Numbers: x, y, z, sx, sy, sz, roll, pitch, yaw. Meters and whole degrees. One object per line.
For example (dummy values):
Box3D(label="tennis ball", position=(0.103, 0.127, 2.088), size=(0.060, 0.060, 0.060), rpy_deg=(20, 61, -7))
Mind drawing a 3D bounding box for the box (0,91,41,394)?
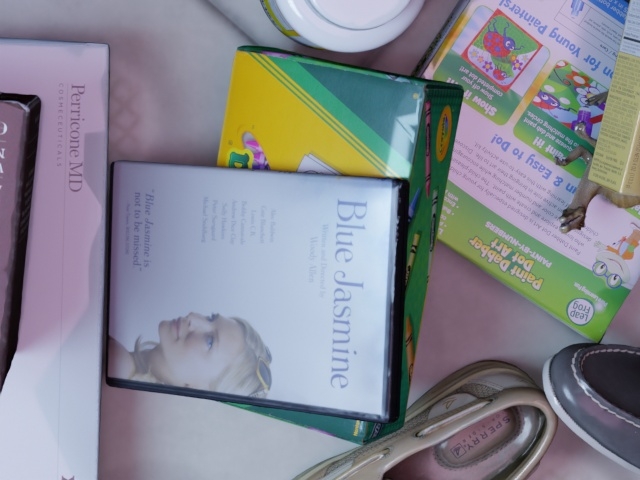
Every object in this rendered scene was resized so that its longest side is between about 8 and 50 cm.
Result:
Box3D(label="box", position=(-0.291, -0.010, 1.253), size=(0.168, 0.167, 0.203), rpy_deg=(5, 96, -8))

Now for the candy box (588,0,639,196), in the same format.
Box3D(label="candy box", position=(0.281, -0.123, 1.358), size=(0.109, 0.053, 0.187), rpy_deg=(8, 102, -24))

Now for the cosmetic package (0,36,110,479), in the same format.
Box3D(label="cosmetic package", position=(-0.309, 0.029, 1.387), size=(0.284, 0.097, 0.377), rpy_deg=(2, 96, -5))

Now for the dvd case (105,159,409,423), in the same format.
Box3D(label="dvd case", position=(-0.053, 0.036, 1.353), size=(0.253, 0.022, 0.180), rpy_deg=(5, 96, 27))

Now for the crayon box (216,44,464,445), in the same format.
Box3D(label="crayon box", position=(0.000, 0.000, 1.382), size=(0.165, 0.081, 0.278), rpy_deg=(14, 100, 25))

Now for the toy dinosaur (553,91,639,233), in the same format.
Box3D(label="toy dinosaur", position=(0.248, -0.073, 1.416), size=(0.183, 0.053, 0.093), rpy_deg=(-29, 111, -13))

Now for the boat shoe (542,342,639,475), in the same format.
Box3D(label="boat shoe", position=(0.335, 0.156, 1.446), size=(0.335, 0.112, 0.095), rpy_deg=(29, 132, -19))

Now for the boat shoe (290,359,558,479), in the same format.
Box3D(label="boat shoe", position=(0.046, 0.225, 1.442), size=(0.341, 0.110, 0.122), rpy_deg=(-43, 99, 0))

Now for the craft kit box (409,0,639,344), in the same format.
Box3D(label="craft kit box", position=(0.188, -0.084, 1.451), size=(0.250, 0.061, 0.247), rpy_deg=(33, 90, -9))

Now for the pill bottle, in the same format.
Box3D(label="pill bottle", position=(0.016, -0.200, 1.335), size=(0.117, 0.215, 0.117), rpy_deg=(-1, 97, -7))
